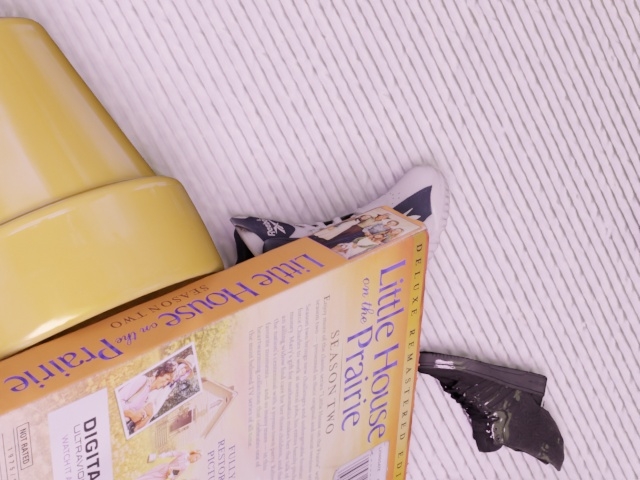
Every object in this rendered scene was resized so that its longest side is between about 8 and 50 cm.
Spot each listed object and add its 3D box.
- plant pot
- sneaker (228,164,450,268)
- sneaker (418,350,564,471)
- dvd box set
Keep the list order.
[{"bbox_3d":[-0.235,-0.027,0.865,0.254,0.254,0.239,-24,85,-14],"label":"plant pot"},{"bbox_3d":[0.000,0.000,1.005,0.153,0.094,0.235,39,92,-24],"label":"sneaker"},{"bbox_3d":[0.162,0.163,1.089,0.170,0.051,0.089,14,85,-21],"label":"sneaker"},{"bbox_3d":[-0.090,0.173,0.855,0.420,0.062,0.308,-23,128,-37],"label":"dvd box set"}]
